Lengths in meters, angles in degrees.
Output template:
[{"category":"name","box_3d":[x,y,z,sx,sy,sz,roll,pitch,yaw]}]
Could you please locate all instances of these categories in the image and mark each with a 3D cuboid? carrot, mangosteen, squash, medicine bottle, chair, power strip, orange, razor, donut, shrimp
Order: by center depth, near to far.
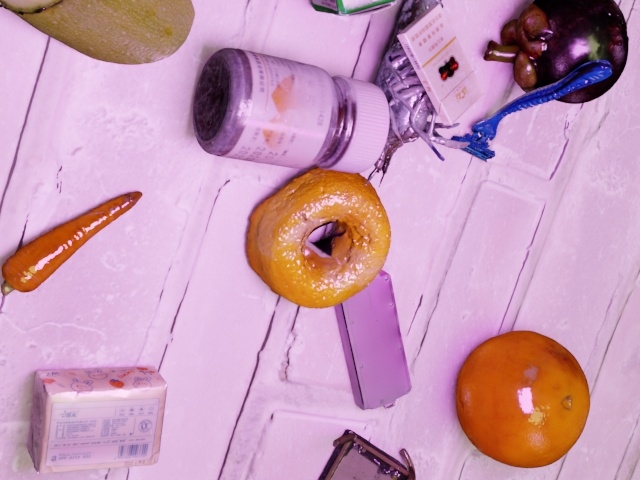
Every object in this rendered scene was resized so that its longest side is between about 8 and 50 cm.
[{"category":"squash","box_3d":[-0.322,-0.359,1.381,0.189,0.189,0.260,-65,158,4]},{"category":"carrot","box_3d":[-0.373,-0.005,1.448,0.257,0.061,0.061,-39,120,-16]},{"category":"medicine bottle","box_3d":[-0.045,-0.195,1.501,0.273,0.165,0.165,6,103,-29]},{"category":"shrimp","box_3d":[0.171,-0.284,1.601,0.221,0.166,0.410,20,77,-62]},{"category":"donut","box_3d":[0.003,-0.001,1.628,0.253,0.118,0.253,-8,119,-14]},{"category":"razor","box_3d":[0.365,-0.235,1.667,0.093,0.324,0.056,19,57,-31]},{"category":"mangosteen","box_3d":[0.409,-0.338,1.698,0.250,0.211,0.211,-10,113,4]},{"category":"power strip","box_3d":[0.096,0.185,1.774,0.109,0.037,0.279,-22,115,-21]},{"category":"chair","box_3d":[0.076,0.464,1.793,0.188,0.166,0.272,-61,165,0]},{"category":"orange","box_3d":[0.387,0.303,1.858,0.261,0.261,0.261,-9,110,-26]}]

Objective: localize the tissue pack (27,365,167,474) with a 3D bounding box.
[{"category":"tissue pack","box_3d":[-0.352,0.279,1.528,0.196,0.092,0.148,2,105,-31]}]

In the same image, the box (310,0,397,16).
[{"category":"box","box_3d":[0.026,-0.462,1.448,0.103,0.180,0.250,-19,113,-10]}]

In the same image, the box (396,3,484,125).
[{"category":"box","box_3d":[0.188,-0.272,1.510,0.090,0.024,0.167,-44,116,-25]}]
